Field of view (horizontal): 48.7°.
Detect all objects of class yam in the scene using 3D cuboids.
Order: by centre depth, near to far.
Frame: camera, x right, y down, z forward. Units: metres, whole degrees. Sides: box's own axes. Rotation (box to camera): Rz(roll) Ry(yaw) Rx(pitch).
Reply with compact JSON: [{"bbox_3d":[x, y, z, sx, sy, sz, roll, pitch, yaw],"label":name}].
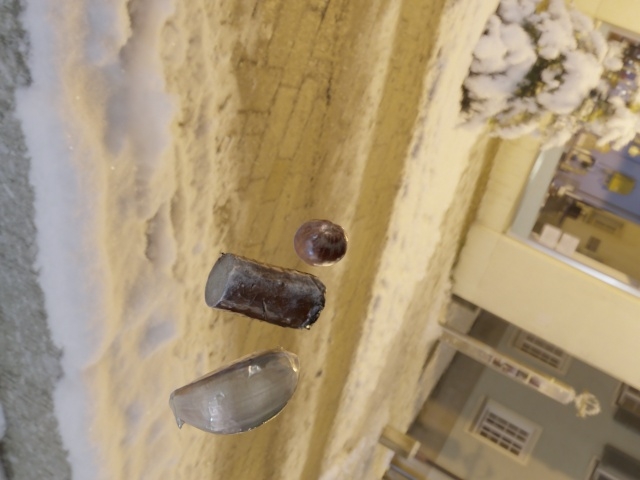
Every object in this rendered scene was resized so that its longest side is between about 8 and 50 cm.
[{"bbox_3d":[-0.065,0.063,0.866,0.141,0.079,0.079,17,103,-29],"label":"yam"}]

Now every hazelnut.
[{"bbox_3d":[0.000,0.000,1.097,0.086,0.086,0.086,-53,160,-28],"label":"hazelnut"}]

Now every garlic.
[{"bbox_3d":[-0.093,0.183,0.936,0.198,0.129,0.090,-29,107,-37],"label":"garlic"}]
